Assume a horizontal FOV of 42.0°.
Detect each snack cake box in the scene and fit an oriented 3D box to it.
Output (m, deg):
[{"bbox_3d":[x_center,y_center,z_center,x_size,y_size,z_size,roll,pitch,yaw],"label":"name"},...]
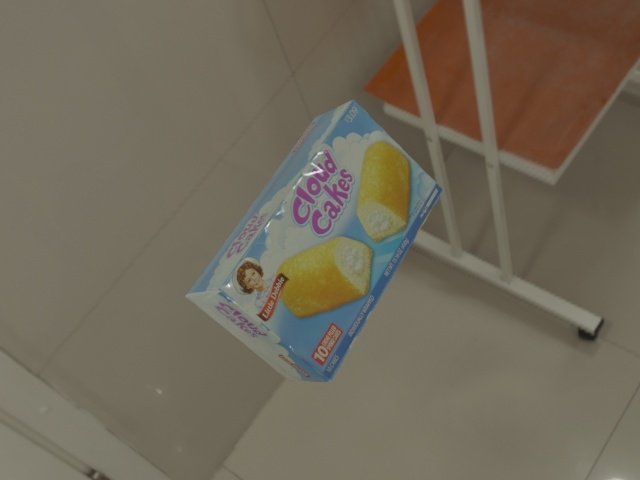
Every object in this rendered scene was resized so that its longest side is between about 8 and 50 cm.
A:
[{"bbox_3d":[0.000,0.000,0.887,0.089,0.152,0.264,-13,39,57],"label":"snack cake box"}]
